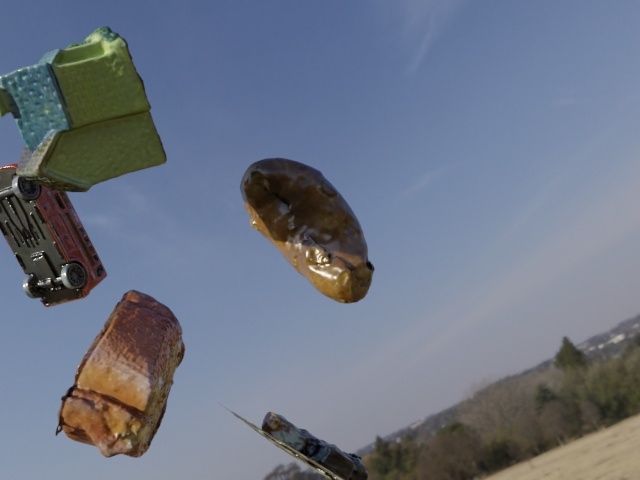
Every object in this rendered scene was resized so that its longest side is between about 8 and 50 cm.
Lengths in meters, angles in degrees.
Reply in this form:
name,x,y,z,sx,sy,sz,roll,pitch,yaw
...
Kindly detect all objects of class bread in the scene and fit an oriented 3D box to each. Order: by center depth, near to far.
name,x,y,z,sx,sy,sz,roll,pitch,yaw
bread,-0.287,0.213,0.939,0.123,0.244,0.190,15,-62,-1

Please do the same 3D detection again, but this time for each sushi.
name,x,y,z,sx,sy,sz,roll,pitch,yaw
sushi,-0.002,0.427,1.289,0.069,0.339,0.320,-57,-35,-19

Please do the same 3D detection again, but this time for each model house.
name,x,y,z,sx,sy,sz,roll,pitch,yaw
model house,-0.372,-0.181,0.929,0.189,0.214,0.195,-30,26,-34

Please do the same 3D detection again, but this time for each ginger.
name,x,y,z,sx,sy,sz,roll,pitch,yaw
ginger,-0.013,-0.024,1.167,0.165,0.321,0.172,-46,-10,17

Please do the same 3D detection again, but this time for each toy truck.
name,x,y,z,sx,sy,sz,roll,pitch,yaw
toy truck,-0.479,-0.016,1.097,0.107,0.253,0.114,-13,18,23
